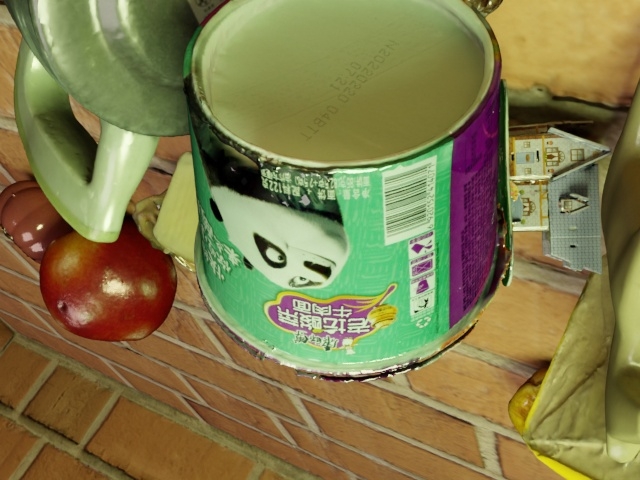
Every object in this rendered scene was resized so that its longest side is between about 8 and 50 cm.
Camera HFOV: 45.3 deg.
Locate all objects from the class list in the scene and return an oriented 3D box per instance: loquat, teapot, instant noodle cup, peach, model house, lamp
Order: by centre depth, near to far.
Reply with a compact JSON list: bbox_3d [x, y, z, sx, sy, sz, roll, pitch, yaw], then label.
[{"bbox_3d":[0.017,-0.057,0.535,0.251,0.251,0.190,22,148,19],"label":"instant noodle cup"},{"bbox_3d":[-0.145,-0.200,0.622,0.239,0.239,0.322,41,144,39],"label":"teapot"},{"bbox_3d":[0.194,-0.046,0.646,0.088,0.167,0.117,-2,176,7],"label":"model house"},{"bbox_3d":[0.321,0.225,1.013,0.137,0.113,0.137,19,130,25],"label":"loquat"},{"bbox_3d":[-0.368,0.073,1.358,0.243,0.244,0.199,42,146,-20],"label":"peach"},{"bbox_3d":[-0.530,-0.039,1.466,0.182,0.140,0.182,43,166,13],"label":"lamp"}]

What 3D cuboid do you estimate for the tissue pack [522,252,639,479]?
[{"bbox_3d":[0.409,0.180,0.602,0.381,0.228,0.293,32,170,-21],"label":"tissue pack"}]

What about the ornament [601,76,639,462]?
[{"bbox_3d":[0.230,0.011,0.524,0.061,0.230,0.245,8,130,10],"label":"ornament"}]

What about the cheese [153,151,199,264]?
[{"bbox_3d":[0.000,0.000,0.830,0.242,0.124,0.265,21,-177,30],"label":"cheese"}]

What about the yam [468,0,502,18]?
[{"bbox_3d":[0.084,-0.178,0.589,0.079,0.079,0.141,34,157,-6],"label":"yam"}]

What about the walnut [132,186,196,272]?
[{"bbox_3d":[-0.132,-0.012,1.054,0.204,0.141,0.238,42,164,-27],"label":"walnut"}]
